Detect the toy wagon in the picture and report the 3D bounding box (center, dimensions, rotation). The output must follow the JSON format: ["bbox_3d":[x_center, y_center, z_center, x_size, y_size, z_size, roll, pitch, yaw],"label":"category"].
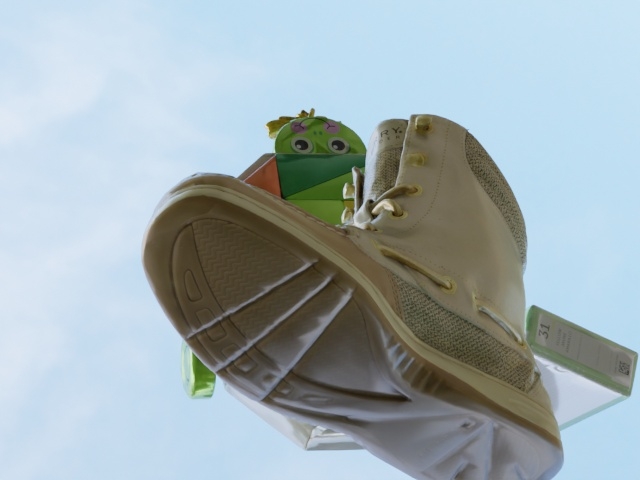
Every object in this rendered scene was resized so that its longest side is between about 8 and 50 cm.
[{"bbox_3d":[0.012,0.013,1.393,0.267,0.068,0.344,0,-127,-16],"label":"toy wagon"}]

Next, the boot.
[{"bbox_3d":[0.022,0.000,0.908,0.262,0.095,0.203,32,-143,-26],"label":"boot"}]

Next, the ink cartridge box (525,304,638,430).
[{"bbox_3d":[0.149,0.107,1.597,0.235,0.171,0.056,26,-120,-17],"label":"ink cartridge box"}]
